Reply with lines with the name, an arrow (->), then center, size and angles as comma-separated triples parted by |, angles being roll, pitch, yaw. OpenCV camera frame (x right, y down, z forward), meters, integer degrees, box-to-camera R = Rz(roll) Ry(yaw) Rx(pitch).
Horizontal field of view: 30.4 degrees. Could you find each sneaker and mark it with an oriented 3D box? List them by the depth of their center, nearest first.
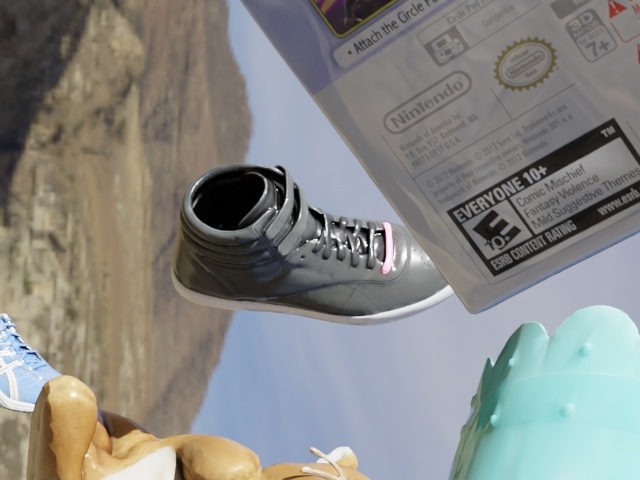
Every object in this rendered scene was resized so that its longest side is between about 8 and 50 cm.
sneaker -> 0.000, 0.000, 1.108 | 0.147, 0.296, 0.104 | 90, 2, -57
sneaker -> -0.382, 0.138, 1.399 | 0.080, 0.211, 0.081 | -40, 153, -71

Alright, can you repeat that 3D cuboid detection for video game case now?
video game case -> 0.091, -0.137, 0.358 | 0.269, 0.244, 0.061 | -30, -165, 29

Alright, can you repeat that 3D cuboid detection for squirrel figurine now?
squirrel figurine -> -0.128, 0.320, 1.280 | 0.397, 0.371, 0.281 | 130, -45, -59

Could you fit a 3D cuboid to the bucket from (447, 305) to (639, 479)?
bucket -> 0.191, 0.195, 0.702 | 0.183, 0.281, 0.281 | -61, 175, -34
